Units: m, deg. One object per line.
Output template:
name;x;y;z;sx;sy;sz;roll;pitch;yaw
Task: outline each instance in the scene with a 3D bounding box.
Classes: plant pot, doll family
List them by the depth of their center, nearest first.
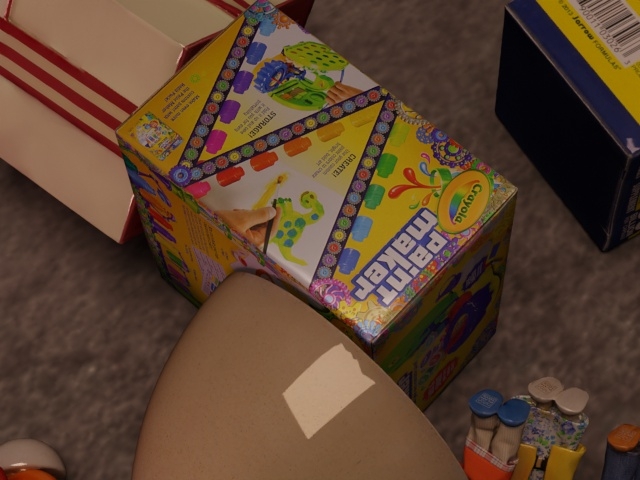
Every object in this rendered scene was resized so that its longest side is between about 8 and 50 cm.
plant pot;-0.042;0.192;1.251;0.284;0.284;0.191;40;71;19
doll family;0.226;0.217;1.296;0.263;0.163;0.118;24;35;24

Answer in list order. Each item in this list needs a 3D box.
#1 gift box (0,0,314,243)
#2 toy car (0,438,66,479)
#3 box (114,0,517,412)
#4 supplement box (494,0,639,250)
gift box;-0.200;-0.165;1.433;0.258;0.276;0.255;36;32;15
toy car;-0.294;0.246;1.323;0.182;0.136;0.159;-10;65;-2
box;0.000;0.000;1.340;0.279;0.290;0.177;39;72;18
supplement box;0.365;-0.184;1.459;0.356;0.194;0.195;-30;66;-11
